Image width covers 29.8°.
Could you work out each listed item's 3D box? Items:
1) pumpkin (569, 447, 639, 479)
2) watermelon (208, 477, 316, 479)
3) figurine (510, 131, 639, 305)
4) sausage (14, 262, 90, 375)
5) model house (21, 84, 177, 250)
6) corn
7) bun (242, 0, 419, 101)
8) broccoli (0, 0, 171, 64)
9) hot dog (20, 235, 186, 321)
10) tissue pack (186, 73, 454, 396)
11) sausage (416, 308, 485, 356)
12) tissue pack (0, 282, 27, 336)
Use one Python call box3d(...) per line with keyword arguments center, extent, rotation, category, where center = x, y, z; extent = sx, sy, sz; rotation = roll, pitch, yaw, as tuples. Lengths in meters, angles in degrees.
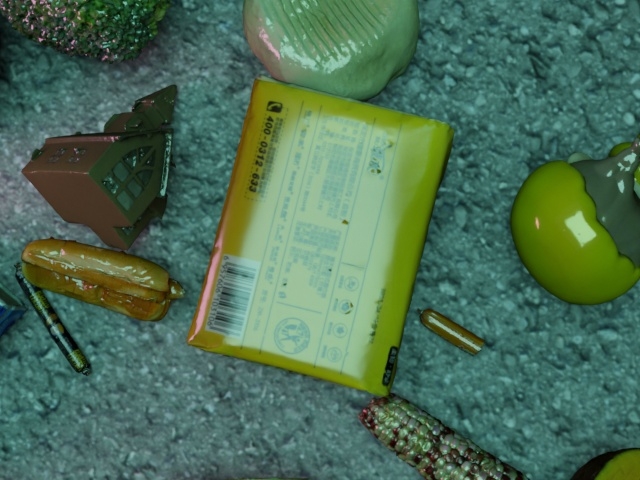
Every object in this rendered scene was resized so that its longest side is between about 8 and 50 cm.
box3d(center=(0.377, 0.364, 1.657), extent=(0.248, 0.131, 0.126), rotation=(-12, 74, -16), category="pumpkin")
box3d(center=(-0.112, 0.405, 1.669), extent=(0.231, 0.128, 0.146), rotation=(-5, 77, 17), category="watermelon")
box3d(center=(0.420, -0.067, 1.693), extent=(0.343, 0.187, 0.215), rotation=(-44, 97, -9), category="figurine")
box3d(center=(-0.397, 0.116, 1.775), extent=(0.028, 0.025, 0.198), rotation=(-33, 85, 1), category="sausage")
box3d(center=(-0.267, -0.128, 1.749), extent=(0.248, 0.180, 0.176), rotation=(-55, 128, -28), category="model house")
box3d(center=(0.183, 0.308, 1.704), extent=(0.280, 0.092, 0.092), rotation=(37, 87, 8), category="corn")
box3d(center=(0.015, -0.302, 1.735), extent=(0.259, 0.160, 0.259), rotation=(2, 69, -5), category="bun")
box3d(center=(-0.340, -0.391, 1.720), extent=(0.375, 0.249, 0.302), rotation=(26, 53, 37), category="broccoli")
box3d(center=(-0.313, 0.050, 1.750), extent=(0.249, 0.102, 0.076), rotation=(15, 43, 7), category="hot dog")
box3d(center=(0.000, 0.000, 1.669), extent=(0.293, 0.228, 0.382), rotation=(14, 87, 4), category="tissue pack")
box3d(center=(0.186, 0.130, 1.749), extent=(0.107, 0.031, 0.031), rotation=(30, 87, 4), category="sausage")
box3d(center=(-0.588, 0.132, 1.719), extent=(0.198, 0.146, 0.263), rotation=(40, 86, 3), category="tissue pack")
